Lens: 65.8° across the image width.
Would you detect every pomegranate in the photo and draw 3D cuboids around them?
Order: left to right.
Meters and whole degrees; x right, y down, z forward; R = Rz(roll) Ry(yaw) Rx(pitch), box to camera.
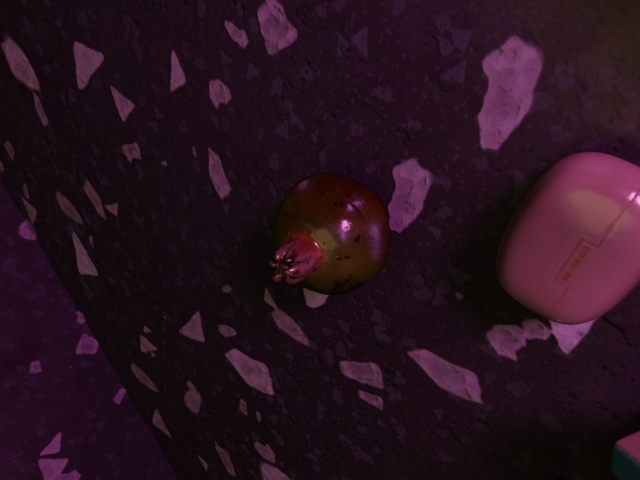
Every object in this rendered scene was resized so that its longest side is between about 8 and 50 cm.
[{"bbox_3d":[0.000,0.000,0.699,0.180,0.210,0.180,17,120,32],"label":"pomegranate"}]

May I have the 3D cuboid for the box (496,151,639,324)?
[{"bbox_3d":[0.282,0.002,0.545,0.146,0.088,0.200,32,132,22],"label":"box"}]

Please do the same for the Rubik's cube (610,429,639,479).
[{"bbox_3d":[0.414,0.272,0.492,0.265,0.224,0.213,-63,23,10],"label":"Rubik's cube"}]
